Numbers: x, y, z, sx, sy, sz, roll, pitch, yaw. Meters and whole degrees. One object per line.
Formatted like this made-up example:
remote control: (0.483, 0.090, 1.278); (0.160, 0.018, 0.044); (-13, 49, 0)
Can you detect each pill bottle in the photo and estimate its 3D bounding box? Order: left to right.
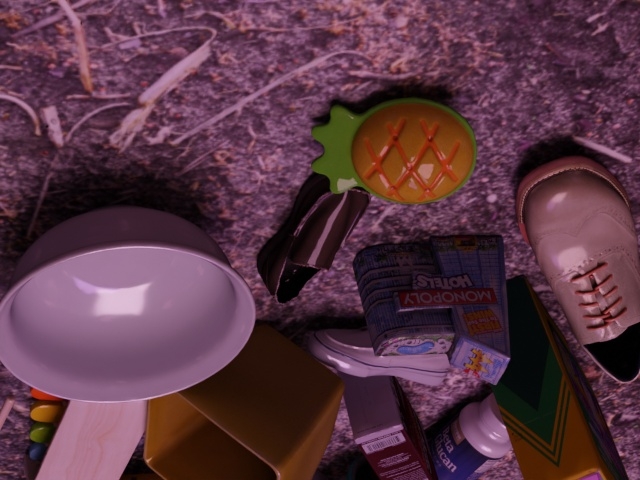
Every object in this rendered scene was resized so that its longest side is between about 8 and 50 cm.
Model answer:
pill bottle: (0.232, 0.303, 2.004); (0.094, 0.094, 0.169); (15, 132, -31)

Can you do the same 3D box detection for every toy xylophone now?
toy xylophone: (-0.334, 0.241, 1.772); (0.236, 0.081, 0.323); (14, 134, -30)

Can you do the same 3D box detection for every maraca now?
maraca: (0.082, -0.100, 1.477); (0.185, 0.099, 0.127); (2, 113, 4)

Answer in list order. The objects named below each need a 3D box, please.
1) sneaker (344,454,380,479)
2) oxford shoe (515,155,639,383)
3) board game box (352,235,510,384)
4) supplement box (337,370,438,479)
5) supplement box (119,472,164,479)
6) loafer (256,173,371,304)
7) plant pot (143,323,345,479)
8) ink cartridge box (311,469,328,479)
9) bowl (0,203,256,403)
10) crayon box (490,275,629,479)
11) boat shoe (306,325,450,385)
sneaker: (0.102, 0.415, 2.088); (0.178, 0.124, 0.295); (-59, 155, 12)
oxford shoe: (0.355, 0.041, 1.685); (0.140, 0.146, 0.397); (-24, 140, 13)
board game box: (0.155, 0.086, 1.642); (0.194, 0.194, 0.060); (-1, 139, -16)
supplement box: (0.102, 0.277, 1.907); (0.073, 0.130, 0.239); (-20, 141, 7)
supplement box: (-0.296, 0.543, 1.956); (0.194, 0.195, 0.356); (-2, 119, -4)
loafer: (0.000, 0.000, 1.584); (0.080, 0.078, 0.220); (10, 135, -27)
plant pot: (-0.087, 0.239, 1.728); (0.187, 0.212, 0.212); (-40, 156, -36)
ink cartridge box: (-0.064, 0.402, 2.065); (0.135, 0.056, 0.099); (-30, 139, 19)
bowl: (-0.231, 0.052, 1.536); (0.298, 0.134, 0.298); (-8, 141, -6)
crayon box: (0.336, 0.274, 1.826); (0.106, 0.313, 0.363); (-24, 140, 12)
boat shoe: (0.086, 0.137, 1.791); (0.226, 0.083, 0.076); (12, 112, -36)
